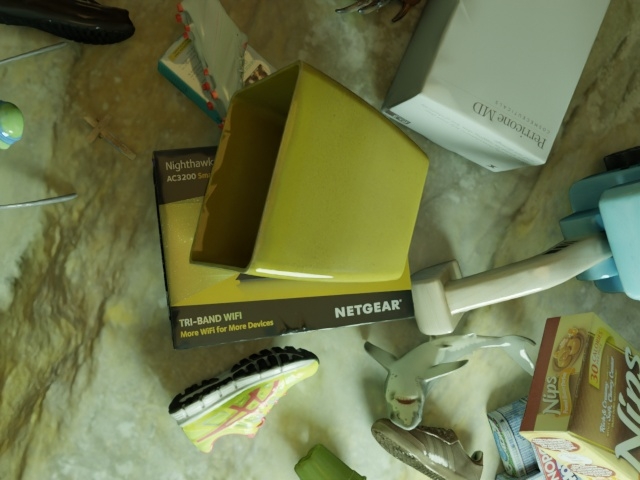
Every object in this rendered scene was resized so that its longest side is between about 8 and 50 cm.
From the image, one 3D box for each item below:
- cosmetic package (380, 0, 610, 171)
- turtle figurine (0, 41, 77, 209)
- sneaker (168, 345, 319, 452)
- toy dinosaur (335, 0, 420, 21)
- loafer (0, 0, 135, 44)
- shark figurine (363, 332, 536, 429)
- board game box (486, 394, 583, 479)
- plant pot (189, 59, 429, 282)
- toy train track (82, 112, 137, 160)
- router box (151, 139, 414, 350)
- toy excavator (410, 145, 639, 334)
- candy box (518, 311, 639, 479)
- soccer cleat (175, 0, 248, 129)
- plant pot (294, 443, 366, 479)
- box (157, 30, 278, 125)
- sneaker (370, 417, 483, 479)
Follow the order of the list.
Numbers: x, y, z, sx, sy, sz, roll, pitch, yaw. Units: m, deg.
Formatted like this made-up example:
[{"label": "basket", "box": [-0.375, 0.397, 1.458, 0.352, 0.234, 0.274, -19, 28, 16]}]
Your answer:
[{"label": "cosmetic package", "box": [0.267, -0.314, 1.078, 0.217, 0.156, 0.385, 23, 82, -15]}, {"label": "turtle figurine", "box": [-0.454, -0.113, 0.917, 0.266, 0.274, 0.197, -5, 113, 5]}, {"label": "sneaker", "box": [-0.092, 0.214, 1.019, 0.208, 0.081, 0.094, -24, 102, -7]}, {"label": "toy dinosaur", "box": [0.011, -0.401, 1.040, 0.296, 0.127, 0.200, 3, 120, 0]}, {"label": "loafer", "box": [-0.344, -0.308, 0.959, 0.220, 0.080, 0.078, 10, 87, -14]}, {"label": "shark figurine", "box": [0.174, 0.196, 1.089, 0.278, 0.166, 0.116, -19, 119, -31]}, {"label": "board game box", "box": [0.330, 0.335, 1.128, 0.194, 0.060, 0.194, -20, 94, -15]}, {"label": "plant pot", "box": [-0.006, -0.049, 0.840, 0.187, 0.212, 0.212, 17, 84, -25]}, {"label": "toy train track", "box": [-0.281, -0.137, 1.007, 0.083, 0.014, 0.048, 42, 72, -16]}, {"label": "router box", "box": [-0.047, -0.003, 0.965, 0.309, 0.081, 0.243, -7, 90, -13]}, {"label": "toy excavator", "box": [0.395, 0.002, 1.051, 0.445, 0.433, 0.222, -19, 94, -42]}, {"label": "candy box", "box": [0.431, 0.262, 1.082, 0.316, 0.087, 0.183, 37, 59, -25]}, {"label": "soccer cleat", "box": [-0.120, -0.227, 0.961, 0.076, 0.068, 0.196, -20, 91, -16]}, {"label": "plant pot", "box": [0.007, 0.326, 1.041, 0.083, 0.083, 0.079, -43, 86, -12]}, {"label": "box", "box": [-0.096, -0.191, 1.030, 0.244, 0.060, 0.100, 42, 80, -10]}, {"label": "sneaker", "box": [0.156, 0.295, 1.091, 0.188, 0.066, 0.071, 37, 63, -16]}]
